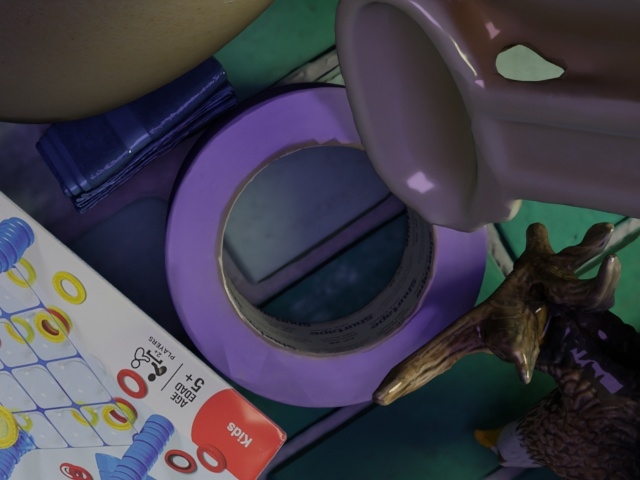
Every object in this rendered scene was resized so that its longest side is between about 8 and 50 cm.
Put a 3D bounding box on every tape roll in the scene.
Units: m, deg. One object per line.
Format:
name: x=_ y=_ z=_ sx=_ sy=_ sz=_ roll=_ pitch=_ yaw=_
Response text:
tape roll: x=0.000 y=0.000 z=0.705 sx=0.189 sy=0.080 sz=0.189 roll=-1 pitch=101 yaw=-6

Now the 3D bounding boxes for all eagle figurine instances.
eagle figurine: x=0.180 y=0.139 z=0.683 sx=0.226 sy=0.225 sz=0.298 roll=-30 pitch=100 yaw=-3

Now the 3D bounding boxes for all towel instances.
towel: x=-0.110 y=-0.072 z=0.690 sx=0.119 sy=0.067 sz=0.029 roll=-38 pitch=142 yaw=1

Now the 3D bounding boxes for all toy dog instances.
toy dog: x=0.190 y=-0.234 z=0.576 sx=0.408 sy=0.284 sz=0.395 roll=-52 pitch=127 yaw=-29

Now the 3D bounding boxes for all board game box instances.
board game box: x=-0.229 y=0.133 z=0.646 sx=0.308 sy=0.086 sz=0.302 roll=42 pitch=73 yaw=-14

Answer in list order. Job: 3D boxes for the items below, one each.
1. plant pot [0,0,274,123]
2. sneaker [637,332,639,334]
plant pot: x=-0.094 y=-0.178 z=0.502 sx=0.256 sy=0.274 sz=0.257 roll=-3 pitch=97 yaw=-27
sneaker: x=0.253 y=0.082 z=0.775 sx=0.098 sy=0.038 sz=0.069 roll=-24 pitch=104 yaw=7
